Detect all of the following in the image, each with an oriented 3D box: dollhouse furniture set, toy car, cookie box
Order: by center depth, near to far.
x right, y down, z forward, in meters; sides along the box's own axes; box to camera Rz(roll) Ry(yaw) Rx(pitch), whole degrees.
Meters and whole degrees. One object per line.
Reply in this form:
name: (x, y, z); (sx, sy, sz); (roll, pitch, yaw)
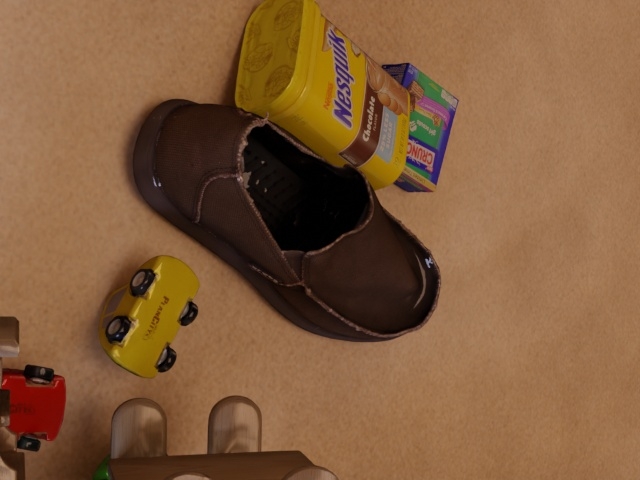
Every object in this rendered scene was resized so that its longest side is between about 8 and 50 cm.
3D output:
dollhouse furniture set: (-0.121, 0.137, 0.690); (0.242, 0.212, 0.161); (1, 93, -17)
toy car: (-0.172, 0.151, 0.819); (0.239, 0.053, 0.225); (-33, 114, -38)
cookie box: (0.091, -0.115, 1.070); (0.092, 0.040, 0.107); (27, 74, -42)

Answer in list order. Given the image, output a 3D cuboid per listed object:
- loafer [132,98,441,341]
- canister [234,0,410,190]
loafer: (0.000, 0.000, 0.924); (0.366, 0.130, 0.134); (31, 71, -40)
canister: (0.008, -0.133, 0.957); (0.170, 0.073, 0.126); (33, 53, -42)
